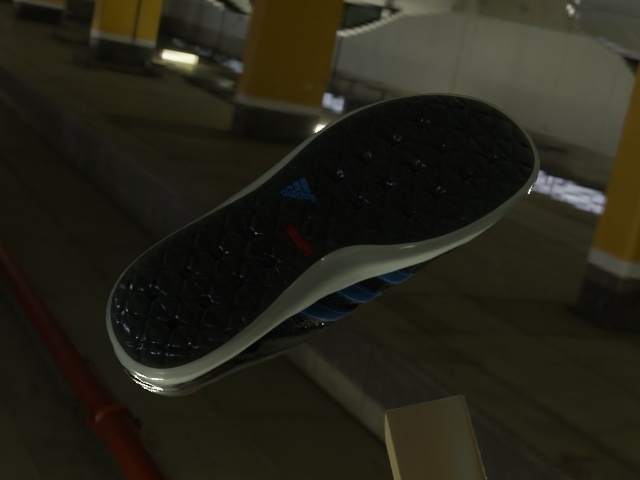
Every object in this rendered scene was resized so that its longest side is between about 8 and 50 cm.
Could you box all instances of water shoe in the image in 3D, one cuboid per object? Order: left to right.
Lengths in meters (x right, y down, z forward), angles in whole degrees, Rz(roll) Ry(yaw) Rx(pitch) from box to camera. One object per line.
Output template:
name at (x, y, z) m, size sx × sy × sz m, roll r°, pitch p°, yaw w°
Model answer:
water shoe at (0.000, 0.000, 0.468) m, size 0.203 × 0.073 × 0.080 m, roll -26°, pitch 163°, yaw -13°

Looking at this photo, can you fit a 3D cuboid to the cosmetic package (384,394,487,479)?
cosmetic package at (0.062, 0.139, 0.505) m, size 0.041 × 0.060 × 0.115 m, roll -11°, pitch -123°, yaw -2°
